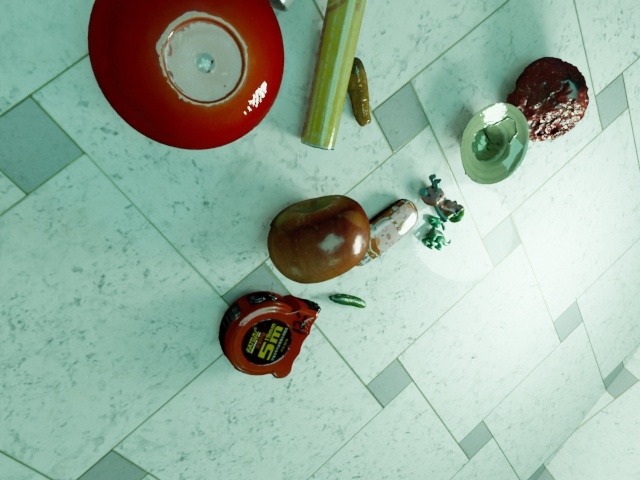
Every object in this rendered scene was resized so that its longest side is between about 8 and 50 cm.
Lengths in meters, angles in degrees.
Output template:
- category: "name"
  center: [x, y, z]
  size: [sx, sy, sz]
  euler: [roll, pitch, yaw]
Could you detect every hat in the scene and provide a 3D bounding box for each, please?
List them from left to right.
- category: "hat"
  center: [0.513, -0.304, 1.456]
  size: [0.252, 0.110, 0.251]
  euler: [-6, 111, -16]

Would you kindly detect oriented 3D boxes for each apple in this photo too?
- category: "apple"
  center: [0.000, 0.000, 1.223]
  size: [0.272, 0.252, 0.206]
  euler: [-27, 110, -31]

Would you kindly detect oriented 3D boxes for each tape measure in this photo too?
- category: "tape measure"
  center: [-0.156, 0.257, 1.324]
  size: [0.261, 0.114, 0.253]
  euler: [21, 99, -28]

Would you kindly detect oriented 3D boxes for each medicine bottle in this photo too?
- category: "medicine bottle"
  center: [0.035, -0.441, 1.147]
  size: [0.108, 0.108, 0.425]
  euler: [2, 111, -28]

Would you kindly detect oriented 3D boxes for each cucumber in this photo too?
- category: "cucumber"
  center: [0.082, 0.186, 1.463]
  size: [0.155, 0.037, 0.037]
  euler: [16, 101, -32]

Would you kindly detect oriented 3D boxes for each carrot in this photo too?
- category: "carrot"
  center: [0.102, -0.394, 1.244]
  size: [0.060, 0.060, 0.186]
  euler: [-26, 123, -16]

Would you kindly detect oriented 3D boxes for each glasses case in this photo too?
- category: "glasses case"
  center: [0.186, -0.025, 1.418]
  size: [0.267, 0.067, 0.103]
  euler: [-38, 120, -10]

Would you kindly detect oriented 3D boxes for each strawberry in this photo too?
- category: "strawberry"
  center: [0.718, -0.436, 1.448]
  size: [0.274, 0.220, 0.274]
  euler: [-7, 108, -23]

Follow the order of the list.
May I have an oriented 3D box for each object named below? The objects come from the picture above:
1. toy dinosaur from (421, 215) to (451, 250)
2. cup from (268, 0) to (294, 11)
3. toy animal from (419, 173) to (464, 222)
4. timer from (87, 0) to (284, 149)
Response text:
- category: "toy dinosaur"
  center: [0.387, -0.019, 1.535]
  size: [0.132, 0.059, 0.096]
  euler: [35, 79, -30]
- category: "cup"
  center: [-0.063, -0.629, 1.019]
  size: [0.226, 0.185, 0.241]
  euler: [-57, 153, 8]
- category: "toy animal"
  center: [0.379, -0.118, 1.463]
  size: [0.208, 0.100, 0.103]
  euler: [41, 44, -42]
- category: "timer"
  center: [-0.259, -0.372, 0.939]
  size: [0.378, 0.279, 0.377]
  euler: [-11, 116, -23]
